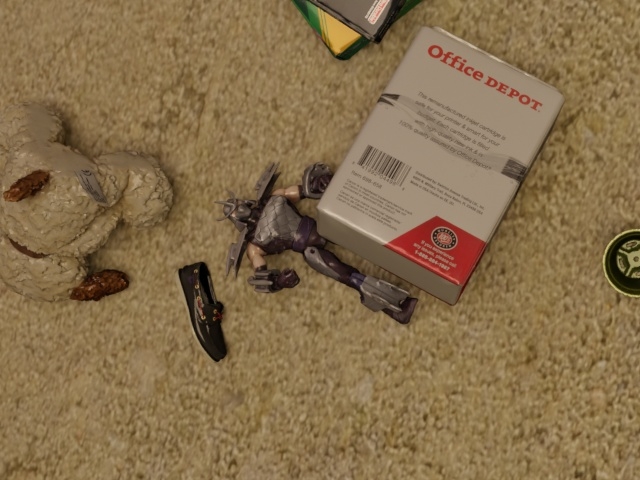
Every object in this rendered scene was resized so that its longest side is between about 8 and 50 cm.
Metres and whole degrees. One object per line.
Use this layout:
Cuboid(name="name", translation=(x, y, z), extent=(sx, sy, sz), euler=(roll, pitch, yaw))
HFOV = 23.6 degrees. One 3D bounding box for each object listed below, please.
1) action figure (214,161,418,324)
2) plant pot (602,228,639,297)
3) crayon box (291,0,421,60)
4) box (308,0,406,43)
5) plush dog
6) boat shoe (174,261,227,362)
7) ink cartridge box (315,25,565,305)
Cuboid(name="action figure", translation=(0.000, 0.000, 1.924), extent=(0.285, 0.099, 0.185), euler=(22, 81, 2))
Cuboid(name="plant pot", translation=(0.386, 0.026, 1.869), extent=(0.083, 0.079, 0.083), euler=(0, 92, 10))
Cuboid(name="crayon box", translation=(0.084, -0.373, 1.901), extent=(0.278, 0.081, 0.165), euler=(-38, 86, 10))
Cuboid(name="box", translation=(0.053, -0.374, 1.838), extent=(0.175, 0.051, 0.220), euler=(34, 98, 7))
Cuboid(name="plush dog", translation=(-0.348, -0.018, 1.963), extent=(0.262, 0.210, 0.225), euler=(25, 124, 10))
Cuboid(name="boat shoe", translation=(-0.148, 0.093, 1.986), extent=(0.042, 0.049, 0.133), euler=(-21, 85, 19))
Cuboid(name="ink cartridge box", translation=(0.144, -0.091, 1.847), extent=(0.197, 0.114, 0.273), euler=(29, 77, 8))
